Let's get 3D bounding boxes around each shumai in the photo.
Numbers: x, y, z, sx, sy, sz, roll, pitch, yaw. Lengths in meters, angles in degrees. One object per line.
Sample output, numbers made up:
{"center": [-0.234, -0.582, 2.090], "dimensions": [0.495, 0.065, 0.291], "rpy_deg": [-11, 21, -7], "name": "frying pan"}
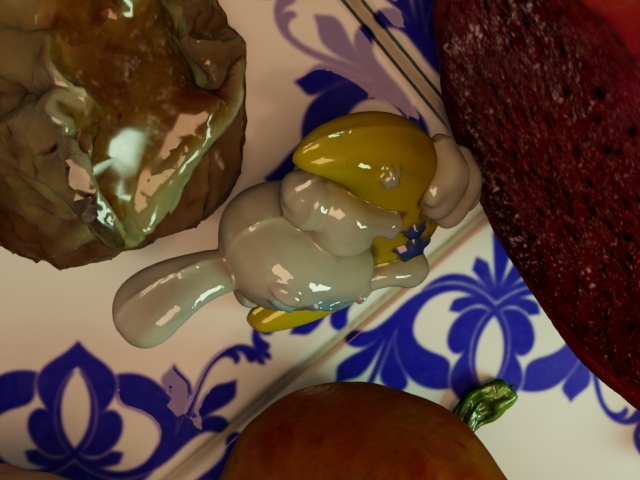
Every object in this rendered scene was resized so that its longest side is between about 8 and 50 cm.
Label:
{"center": [-0.194, -0.094, 0.778], "dimensions": [0.314, 0.262, 0.267], "rpy_deg": [16, 101, -10], "name": "shumai"}

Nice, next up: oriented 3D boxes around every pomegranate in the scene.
{"center": [0.046, 0.231, 0.914], "dimensions": [0.252, 0.270, 0.229], "rpy_deg": [24, 108, 22], "name": "pomegranate"}

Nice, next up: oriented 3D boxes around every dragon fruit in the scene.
{"center": [0.249, -0.072, 0.789], "dimensions": [0.249, 0.386, 0.371], "rpy_deg": [-28, 84, -11], "name": "dragon fruit"}

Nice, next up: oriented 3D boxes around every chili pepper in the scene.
{"center": [0.135, 0.154, 1.005], "dimensions": [0.091, 0.030, 0.034], "rpy_deg": [-47, 131, 8], "name": "chili pepper"}

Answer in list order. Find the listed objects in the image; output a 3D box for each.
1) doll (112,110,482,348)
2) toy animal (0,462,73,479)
{"center": [0.000, 0.000, 0.863], "dimensions": [0.237, 0.252, 0.111], "rpy_deg": [-42, 64, 32], "name": "doll"}
{"center": [-0.286, 0.261, 0.839], "dimensions": [0.277, 0.345, 0.247], "rpy_deg": [35, 111, 19], "name": "toy animal"}
